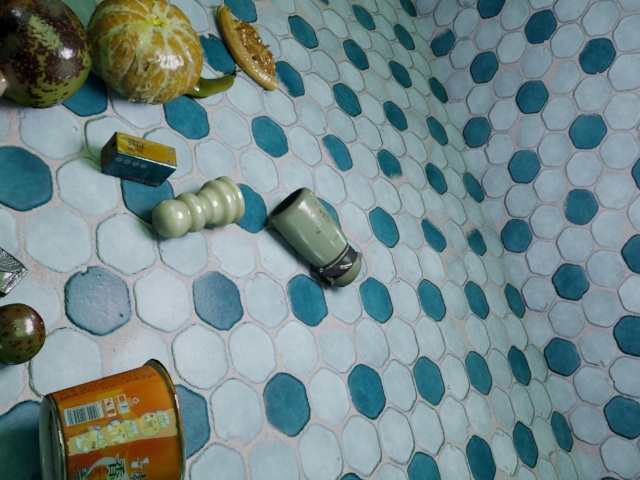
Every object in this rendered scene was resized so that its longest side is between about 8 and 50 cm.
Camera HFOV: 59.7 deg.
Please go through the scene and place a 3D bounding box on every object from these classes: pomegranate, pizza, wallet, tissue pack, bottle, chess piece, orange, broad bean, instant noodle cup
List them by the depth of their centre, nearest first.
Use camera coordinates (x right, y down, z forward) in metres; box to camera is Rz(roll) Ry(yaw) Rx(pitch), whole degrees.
[{"bbox_3d":[-0.420,0.393,1.098,0.214,0.296,0.296,-2,67,-35],"label":"instant noodle cup"},{"bbox_3d":[-0.623,0.188,1.125,0.130,0.130,0.130,24,51,-33],"label":"pomegranate"},{"bbox_3d":[-0.705,0.052,1.197,0.129,0.026,0.088,41,44,-19],"label":"wallet"},{"bbox_3d":[-0.718,-0.426,1.308,0.285,0.285,0.340,48,53,-11],"label":"pomegranate"},{"bbox_3d":[-0.490,-0.219,1.505,0.169,0.120,0.082,13,59,-38],"label":"tissue pack"},{"bbox_3d":[-0.350,-0.081,1.556,0.251,0.144,0.144,-26,86,-44],"label":"chess piece"},{"bbox_3d":[-0.502,-0.547,1.600,0.329,0.249,0.329,26,45,-30],"label":"orange"},{"bbox_3d":[-0.001,0.002,1.824,0.347,0.168,0.168,50,41,-17],"label":"bottle"},{"bbox_3d":[-0.369,-0.519,1.859,0.325,0.067,0.075,-36,123,-51],"label":"broad bean"},{"bbox_3d":[-0.260,-0.716,2.071,0.182,0.074,0.365,-29,89,-40],"label":"pizza"}]
